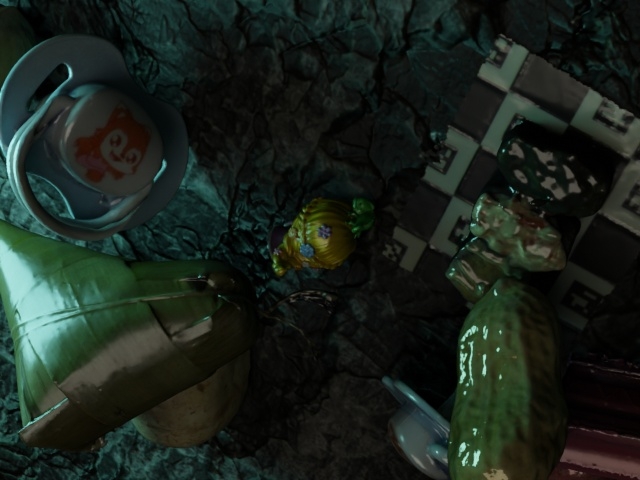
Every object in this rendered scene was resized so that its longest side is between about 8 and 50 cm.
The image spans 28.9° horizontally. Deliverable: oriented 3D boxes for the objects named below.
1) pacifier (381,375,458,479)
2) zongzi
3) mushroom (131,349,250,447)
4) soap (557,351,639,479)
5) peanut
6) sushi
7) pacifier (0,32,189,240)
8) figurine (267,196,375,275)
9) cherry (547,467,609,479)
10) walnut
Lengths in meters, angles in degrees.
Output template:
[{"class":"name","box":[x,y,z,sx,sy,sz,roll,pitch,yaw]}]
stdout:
[{"class":"pacifier","box":[0.201,0.234,1.686,0.227,0.279,0.207,40,84,-1]},{"class":"zongzi","box":[-0.242,0.043,1.698,0.447,0.181,0.418,-28,67,7]},{"class":"mushroom","box":[-0.228,0.195,1.848,0.195,0.189,0.254,8,111,20]},{"class":"soap","box":[0.425,0.235,1.581,0.250,0.162,0.099,9,120,21]},{"class":"peanut","box":[0.232,0.195,1.515,0.143,0.291,0.159,-3,146,17]},{"class":"sushi","box":[0.252,-0.019,1.560,0.296,0.100,0.373,32,125,6]},{"class":"pacifier","box":[-0.334,-0.143,1.709,0.299,0.244,0.233,47,171,-34]},{"class":"figurine","box":[0.000,0.000,1.681,0.156,0.115,0.095,-15,120,28]},{"class":"cherry","box":[0.315,0.312,1.731,0.107,0.090,0.225,46,145,-22]},{"class":"walnut","box":[-0.477,-0.233,1.745,0.178,0.178,0.230,36,116,3]}]
